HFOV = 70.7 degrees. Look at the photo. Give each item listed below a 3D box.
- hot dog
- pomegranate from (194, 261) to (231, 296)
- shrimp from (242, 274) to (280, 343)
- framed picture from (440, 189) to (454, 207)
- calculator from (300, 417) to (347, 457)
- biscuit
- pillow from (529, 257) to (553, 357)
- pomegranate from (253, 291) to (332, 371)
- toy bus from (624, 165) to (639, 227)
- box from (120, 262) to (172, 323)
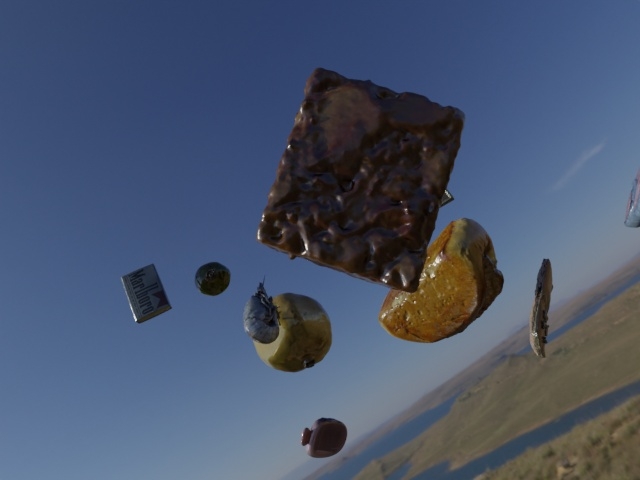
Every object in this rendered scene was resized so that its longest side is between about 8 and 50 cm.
[{"bbox_3d":[0.345,0.140,1.240,0.405,0.223,0.185,-56,2,39],"label":"hot dog"},{"bbox_3d":[-0.371,0.128,1.546,0.130,0.130,0.130,-28,-23,-13],"label":"pomegranate"},{"bbox_3d":[-0.210,0.251,1.651,0.145,0.343,0.116,8,-61,-12],"label":"shrimp"},{"bbox_3d":[0.282,-0.150,1.573,0.289,0.211,0.020,-30,-27,0],"label":"framed picture"},{"bbox_3d":[0.012,0.521,1.189,0.166,0.024,0.103,23,-99,-41],"label":"calculator"},{"bbox_3d":[0.084,-0.115,0.924,0.166,0.342,0.395,67,-138,-78],"label":"biscuit"},{"bbox_3d":[0.560,0.168,1.140,0.126,0.043,0.232,58,-133,-44],"label":"pillow"},{"bbox_3d":[-0.113,0.380,1.843,0.332,0.332,0.332,-28,-23,-13],"label":"pomegranate"},{"bbox_3d":[0.587,-0.129,0.664,0.294,0.197,0.232,9,-90,-59],"label":"toy bus"},{"bbox_3d":[-0.573,0.171,1.479,0.115,0.177,0.036,-25,-28,-14],"label":"box"}]
